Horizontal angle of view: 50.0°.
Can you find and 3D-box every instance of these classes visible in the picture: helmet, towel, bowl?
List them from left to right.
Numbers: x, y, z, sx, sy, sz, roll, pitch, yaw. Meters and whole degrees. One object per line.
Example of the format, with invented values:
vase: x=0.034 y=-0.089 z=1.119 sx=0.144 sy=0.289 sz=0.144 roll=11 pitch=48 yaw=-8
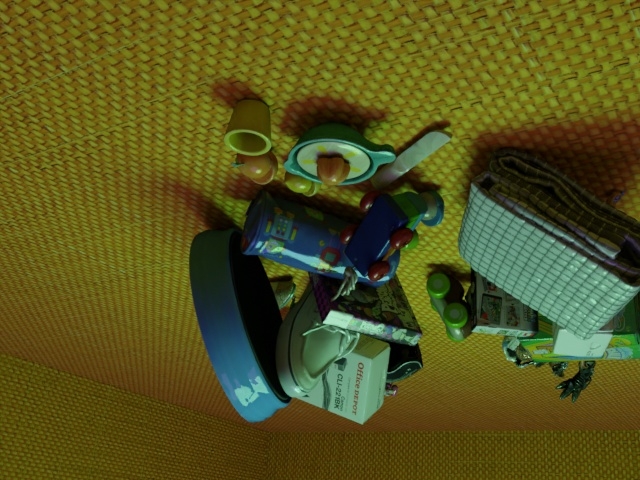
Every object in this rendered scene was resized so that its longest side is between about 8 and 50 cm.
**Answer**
bowl: x=-0.145 y=0.158 z=1.362 sx=0.077 sy=0.391 sz=0.391 roll=-18 pitch=153 yaw=6
helmet: x=0.190 y=0.312 z=1.891 sx=0.161 sy=0.170 sz=0.169 roll=-17 pitch=152 yaw=11
towel: x=0.365 y=0.003 z=1.083 sx=0.283 sy=0.121 sz=0.235 roll=34 pitch=158 yaw=19

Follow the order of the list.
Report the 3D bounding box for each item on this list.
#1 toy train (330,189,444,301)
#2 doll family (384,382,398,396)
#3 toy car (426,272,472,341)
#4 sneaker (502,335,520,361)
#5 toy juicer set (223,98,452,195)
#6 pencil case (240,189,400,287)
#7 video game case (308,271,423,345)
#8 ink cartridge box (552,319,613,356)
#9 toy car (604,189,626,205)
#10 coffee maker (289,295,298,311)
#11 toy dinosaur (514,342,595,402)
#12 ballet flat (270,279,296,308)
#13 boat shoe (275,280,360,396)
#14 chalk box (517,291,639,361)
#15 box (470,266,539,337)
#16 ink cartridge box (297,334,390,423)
toy train: x=0.112 y=0.011 z=1.207 sx=0.143 sy=0.105 sz=0.248 roll=-18 pitch=151 yaw=-38
doll family: x=0.090 y=0.391 z=1.975 sx=0.163 sy=0.263 sz=0.118 roll=13 pitch=115 yaw=-38
toy car: x=0.343 y=0.119 z=1.515 sx=0.188 sy=0.149 sz=0.155 roll=-27 pitch=156 yaw=2
sneaker: x=0.535 y=0.253 z=1.776 sx=0.085 sy=0.086 sz=0.237 roll=7 pitch=155 yaw=0
toy juicer set: x=0.016 y=-0.110 z=1.064 sx=0.328 sy=0.090 sz=0.209 roll=7 pitch=156 yaw=-5
pencil case: x=0.000 y=0.000 z=1.281 sx=0.306 sy=0.133 sz=0.119 roll=16 pitch=118 yaw=-24
video game case: x=0.078 y=0.098 z=1.370 sx=0.210 sy=0.232 sz=0.042 roll=17 pitch=121 yaw=-24
ink cartridge box: x=0.471 y=0.086 z=1.247 sx=0.092 sy=0.218 sz=0.158 roll=-1 pitch=155 yaw=14
toy car: x=0.535 y=-0.050 z=1.125 sx=0.121 sy=0.060 sz=0.041 roll=6 pitch=141 yaw=-7
coffee maker: x=0.012 y=0.174 z=1.666 sx=0.171 sy=0.120 sz=0.178 roll=8 pitch=156 yaw=-3
toy dinosaur: x=0.605 y=0.254 z=1.635 sx=0.321 sy=0.164 sz=0.218 roll=-1 pitch=131 yaw=-3
ballet flat: x=-0.124 y=0.140 z=1.688 sx=0.067 sy=0.073 sz=0.206 roll=27 pitch=148 yaw=-11
boat shoe: x=0.033 y=0.170 z=1.411 sx=0.156 sy=0.367 sz=0.136 roll=-17 pitch=112 yaw=28
chalk box: x=0.559 y=0.136 z=1.393 sx=0.288 sy=0.180 sz=0.179 roll=-8 pitch=153 yaw=26
box: x=0.333 y=0.068 z=1.249 sx=0.114 sy=0.207 sz=0.036 roll=7 pitch=156 yaw=-2
ink cartridge box: x=0.031 y=0.336 z=1.818 sx=0.272 sy=0.197 sz=0.114 roll=15 pitch=-159 yaw=26
